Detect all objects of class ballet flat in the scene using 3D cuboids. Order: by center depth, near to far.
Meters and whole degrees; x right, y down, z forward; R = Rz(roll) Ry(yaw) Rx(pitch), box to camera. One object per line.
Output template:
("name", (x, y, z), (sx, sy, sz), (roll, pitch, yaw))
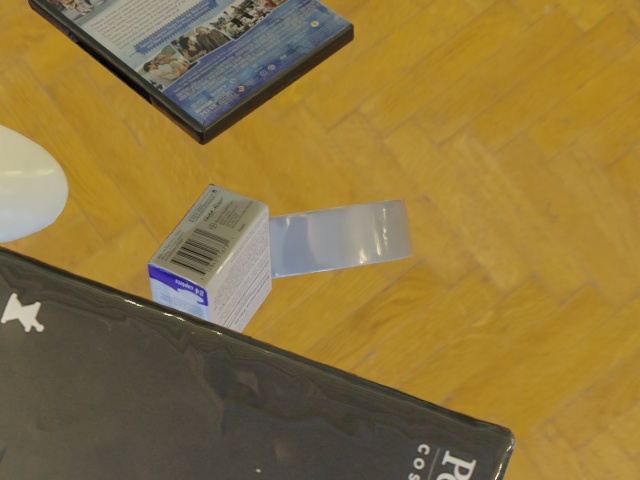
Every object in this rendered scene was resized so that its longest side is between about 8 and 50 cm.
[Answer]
("ballet flat", (-0.425, -0.069, 1.114), (0.400, 0.139, 0.139), (19, 80, -15))

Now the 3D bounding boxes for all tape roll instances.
("tape roll", (0.000, 0.000, 1.529), (0.219, 0.219, 0.072), (-8, 90, -6))

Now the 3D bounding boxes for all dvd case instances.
("dvd case", (-0.120, -0.202, 1.137), (0.180, 0.022, 0.253), (-38, 60, -22))

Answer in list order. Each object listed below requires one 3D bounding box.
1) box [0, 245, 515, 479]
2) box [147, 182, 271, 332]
("box", (-0.177, 0.280, 0.909), (0.471, 0.297, 0.480), (20, 82, -1))
("box", (-0.110, 0.037, 1.284), (0.072, 0.137, 0.126), (21, 52, 18))
